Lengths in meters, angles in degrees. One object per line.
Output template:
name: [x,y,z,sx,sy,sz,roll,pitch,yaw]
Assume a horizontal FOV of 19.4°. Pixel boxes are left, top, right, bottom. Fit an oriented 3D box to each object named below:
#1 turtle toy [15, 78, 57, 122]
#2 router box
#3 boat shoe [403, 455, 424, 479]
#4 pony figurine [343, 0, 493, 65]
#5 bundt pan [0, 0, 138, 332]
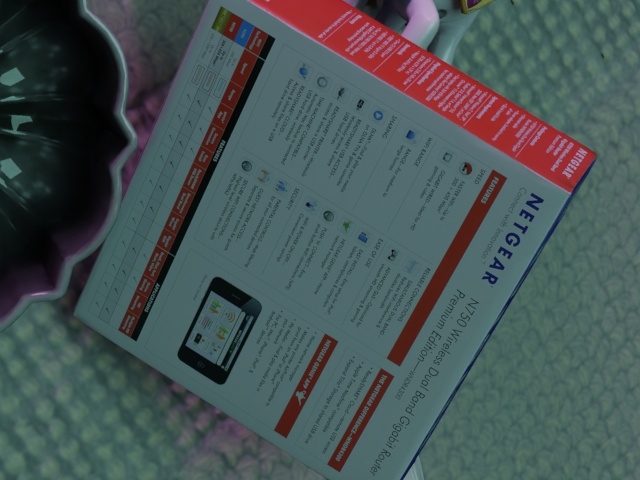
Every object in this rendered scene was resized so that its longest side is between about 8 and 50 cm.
turtle toy: [-0.213,-0.083,1.506,0.095,0.066,0.130,-36,115,0]
router box: [0.000,0.000,1.440,0.301,0.335,0.082,32,32,7]
boat shoe: [0.067,0.289,1.690,0.096,0.088,0.267,1,93,-32]
pony figurine: [0.081,-0.232,1.554,0.303,0.351,0.363,25,99,-27]
bundt pan: [-0.305,-0.089,1.379,0.331,0.124,0.330,-2,101,-11]
